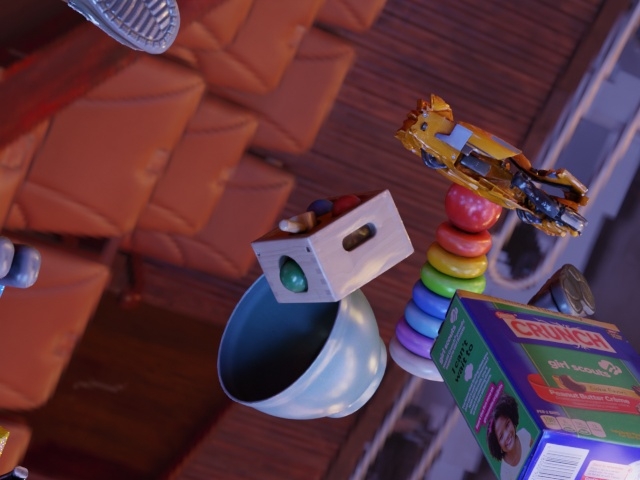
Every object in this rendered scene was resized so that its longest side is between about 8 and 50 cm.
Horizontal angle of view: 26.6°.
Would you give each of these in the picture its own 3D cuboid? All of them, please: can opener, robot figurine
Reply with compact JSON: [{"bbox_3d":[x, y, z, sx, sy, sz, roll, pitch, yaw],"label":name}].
[{"bbox_3d":[-0.403,-0.004,1.425,0.280,0.074,0.093,11,-96,40],"label":"can opener"},{"bbox_3d":[0.248,-0.097,1.882,0.085,0.291,0.211,-61,-174,0],"label":"robot figurine"}]

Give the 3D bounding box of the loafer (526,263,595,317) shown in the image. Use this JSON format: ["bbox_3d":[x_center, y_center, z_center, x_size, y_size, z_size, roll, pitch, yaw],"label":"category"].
[{"bbox_3d":[0.396,0.097,2.265,0.084,0.096,0.267,-27,172,18],"label":"loafer"}]

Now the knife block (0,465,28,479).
[{"bbox_3d":[-0.445,0.312,1.466,0.276,0.088,0.242,17,-113,49],"label":"knife block"}]

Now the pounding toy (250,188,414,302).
[{"bbox_3d":[0.000,0.000,1.344,0.141,0.100,0.130,-31,-166,-31],"label":"pounding toy"}]

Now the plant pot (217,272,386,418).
[{"bbox_3d":[-0.009,0.192,2.364,0.293,0.196,0.293,-30,-139,30],"label":"plant pot"}]

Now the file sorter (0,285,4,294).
[{"bbox_3d":[-0.532,0.072,1.927,0.170,0.118,0.104,-65,-150,6],"label":"file sorter"}]

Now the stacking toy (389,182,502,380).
[{"bbox_3d":[0.208,0.052,2.141,0.141,0.141,0.330,-110,-152,-62],"label":"stacking toy"}]

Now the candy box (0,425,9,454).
[{"bbox_3d":[-0.591,0.286,2.140,0.027,0.206,0.105,-46,166,-52],"label":"candy box"}]

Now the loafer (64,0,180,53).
[{"bbox_3d":[-0.273,-0.318,1.608,0.094,0.251,0.087,-53,-163,-18],"label":"loafer"}]

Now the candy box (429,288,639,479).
[{"bbox_3d":[0.319,0.212,1.752,0.317,0.268,0.122,-119,-134,-57],"label":"candy box"}]
